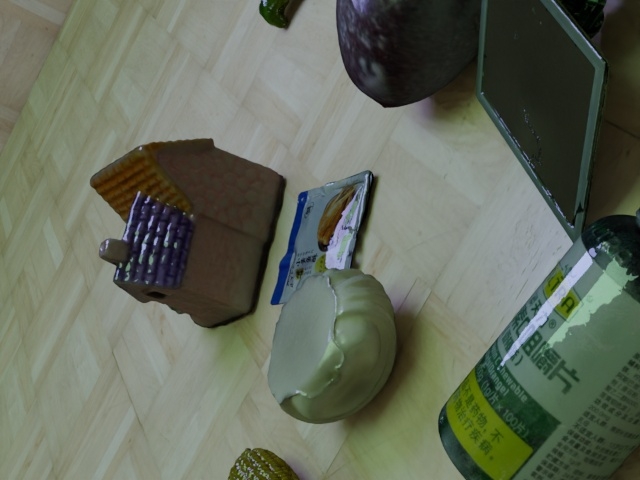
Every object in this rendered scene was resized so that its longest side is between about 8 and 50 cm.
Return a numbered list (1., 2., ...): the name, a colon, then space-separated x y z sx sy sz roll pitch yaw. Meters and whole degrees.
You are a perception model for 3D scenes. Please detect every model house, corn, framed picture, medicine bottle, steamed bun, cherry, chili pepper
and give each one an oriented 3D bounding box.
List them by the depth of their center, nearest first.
1. medicine bottle: 0.228 0.082 0.873 0.293 0.141 0.141 -54 31 21
2. framed picture: 0.210 -0.155 1.065 0.273 0.016 0.216 -111 13 -45
3. steamed bun: 0.021 0.119 1.238 0.183 0.106 0.183 -44 33 39
4. corn: -0.044 0.305 1.242 0.080 0.080 0.238 -65 28 3
5. cherry: 0.113 -0.280 1.286 0.213 0.183 0.266 -121 42 -66
6. model house: -0.216 -0.018 1.599 0.202 0.237 0.237 -12 60 55
7. chili pepper: -0.039 -0.447 1.786 0.204 0.073 0.072 -57 16 16

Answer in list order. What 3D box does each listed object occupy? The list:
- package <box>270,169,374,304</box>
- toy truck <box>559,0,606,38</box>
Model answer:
1. package: 0.000 0.000 1.437 0.173 0.027 0.171 -13 59 52
2. toy truck: 0.248 -0.331 1.104 0.128 0.135 0.260 104 175 -73
